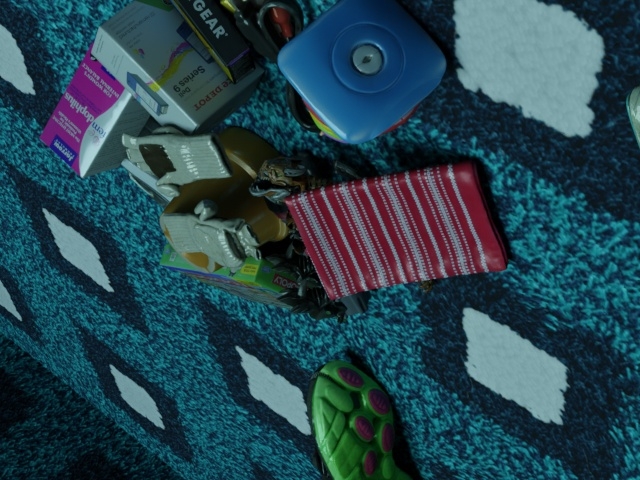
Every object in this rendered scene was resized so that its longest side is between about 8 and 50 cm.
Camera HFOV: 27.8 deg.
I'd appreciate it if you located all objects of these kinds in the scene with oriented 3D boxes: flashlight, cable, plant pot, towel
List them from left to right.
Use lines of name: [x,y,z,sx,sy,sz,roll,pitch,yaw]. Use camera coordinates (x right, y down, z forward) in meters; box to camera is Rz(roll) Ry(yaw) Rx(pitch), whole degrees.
plant pot: [-0.156,-0.052,2.143,0.205,0.188,0.205,36,153,22]
cable: [-0.039,-0.272,1.824,0.139,0.072,0.287,0,142,41]
flashlight: [0.000,0.000,2.086,0.103,0.103,0.304,-12,128,22]
towel: [0.108,-0.011,1.795,0.275,0.031,0.199,-10,129,16]

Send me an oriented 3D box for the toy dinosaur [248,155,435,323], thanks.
toy dinosaur: [0.030,0.002,1.938,0.322,0.218,0.164,35,-163,-1]

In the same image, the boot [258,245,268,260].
boot: [-0.143,0.028,2.413,0.121,0.045,0.099,42,156,17]

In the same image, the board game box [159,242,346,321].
board game box: [-0.119,0.072,2.316,0.213,0.046,0.317,24,170,-35]

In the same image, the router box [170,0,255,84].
router box: [-0.165,-0.318,1.859,0.179,0.046,0.133,53,177,5]

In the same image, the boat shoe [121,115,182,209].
boat shoe: [-0.298,-0.130,2.330,0.335,0.121,0.119,48,151,-6]

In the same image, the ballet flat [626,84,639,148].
ballet flat: [0.374,-0.094,1.402,0.052,0.057,0.168,6,135,41]

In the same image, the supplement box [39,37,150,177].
supplement box: [-0.355,-0.227,2.165,0.111,0.114,0.220,41,119,11]

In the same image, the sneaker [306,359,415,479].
sneaker: [0.049,0.415,2.517,0.202,0.185,0.483,20,143,37]

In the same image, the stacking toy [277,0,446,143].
stacking toy: [0.039,-0.189,1.708,0.166,0.175,0.302,48,167,4]

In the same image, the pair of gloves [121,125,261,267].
pair of gloves: [-0.193,-0.061,1.958,0.204,0.042,0.240,11,131,41]

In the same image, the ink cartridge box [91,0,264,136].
ink cartridge box: [-0.215,-0.269,1.954,0.212,0.154,0.093,47,153,2]
